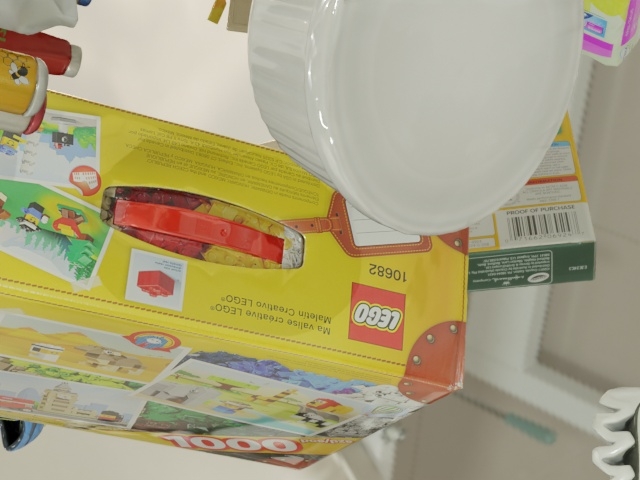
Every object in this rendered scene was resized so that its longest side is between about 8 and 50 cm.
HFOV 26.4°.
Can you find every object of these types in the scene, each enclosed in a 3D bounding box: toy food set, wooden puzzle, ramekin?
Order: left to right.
[{"bbox_3d":[-0.196,-0.157,0.963,0.111,0.104,0.232,-54,37,38],"label":"toy food set"},{"bbox_3d":[-0.098,-0.327,1.917,0.014,0.116,0.078,36,113,61],"label":"wooden puzzle"},{"bbox_3d":[0.066,-0.150,1.030,0.127,0.273,0.273,23,119,46],"label":"ramekin"}]

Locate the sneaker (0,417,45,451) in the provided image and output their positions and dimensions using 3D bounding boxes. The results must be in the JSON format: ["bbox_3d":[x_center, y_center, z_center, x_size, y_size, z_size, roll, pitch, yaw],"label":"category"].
[{"bbox_3d":[-0.425,0.202,1.926,0.069,0.082,0.209,12,117,15],"label":"sneaker"}]

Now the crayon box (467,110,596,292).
[{"bbox_3d":[0.236,-0.080,1.793,0.203,0.323,0.083,-6,137,5],"label":"crayon box"}]

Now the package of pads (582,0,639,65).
[{"bbox_3d":[0.266,-0.362,1.669,0.296,0.101,0.229,30,161,18],"label":"package of pads"}]

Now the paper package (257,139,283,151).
[{"bbox_3d":[0.000,0.000,2.102,0.168,0.309,0.325,163,92,-73],"label":"paper package"}]

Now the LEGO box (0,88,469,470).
[{"bbox_3d":[-0.167,0.051,1.289,0.372,0.500,0.193,139,140,-59],"label":"LEGO box"}]

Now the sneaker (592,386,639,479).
[{"bbox_3d":[0.292,0.259,1.120,0.118,0.110,0.292,-11,68,34],"label":"sneaker"}]
